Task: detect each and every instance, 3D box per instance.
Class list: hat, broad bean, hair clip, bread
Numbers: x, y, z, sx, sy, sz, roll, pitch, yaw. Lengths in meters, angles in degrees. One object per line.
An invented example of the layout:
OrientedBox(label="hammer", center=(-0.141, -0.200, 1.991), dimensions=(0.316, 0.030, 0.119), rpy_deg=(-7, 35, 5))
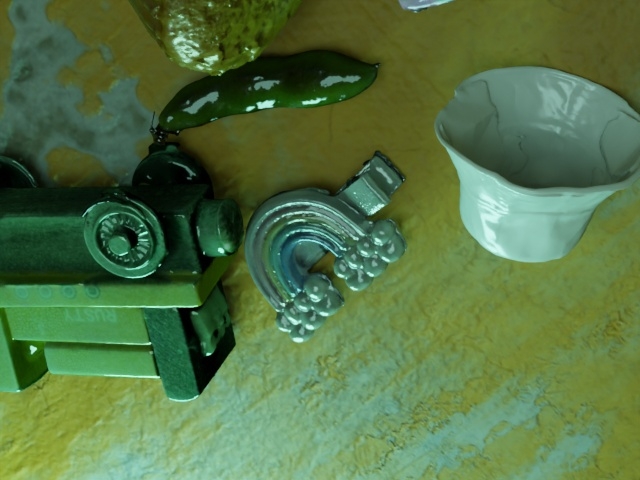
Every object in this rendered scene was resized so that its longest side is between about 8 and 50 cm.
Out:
OrientedBox(label="hat", center=(0.200, -0.059, 1.382), dimensions=(0.203, 0.203, 0.126), rpy_deg=(17, 132, 12))
OrientedBox(label="broad bean", center=(-0.059, -0.152, 1.488), dimensions=(0.254, 0.046, 0.065), rpy_deg=(-12, 79, 19))
OrientedBox(label="hair clip", center=(0.000, 0.000, 1.531), dimensions=(0.140, 0.054, 0.220), rpy_deg=(43, 121, -8))
OrientedBox(label="bread", center=(-0.089, -0.271, 1.357), dimensions=(0.139, 0.240, 0.240), rpy_deg=(28, 116, 18))

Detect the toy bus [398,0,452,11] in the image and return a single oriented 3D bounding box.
OrientedBox(label="toy bus", center=(0.082, -0.350, 1.346), dimensions=(0.112, 0.090, 0.274), rpy_deg=(-15, 103, 32))

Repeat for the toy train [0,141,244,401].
OrientedBox(label="toy train", center=(-0.258, 0.038, 1.575), dimensions=(0.397, 0.160, 0.253), rpy_deg=(-1, 116, 20))
